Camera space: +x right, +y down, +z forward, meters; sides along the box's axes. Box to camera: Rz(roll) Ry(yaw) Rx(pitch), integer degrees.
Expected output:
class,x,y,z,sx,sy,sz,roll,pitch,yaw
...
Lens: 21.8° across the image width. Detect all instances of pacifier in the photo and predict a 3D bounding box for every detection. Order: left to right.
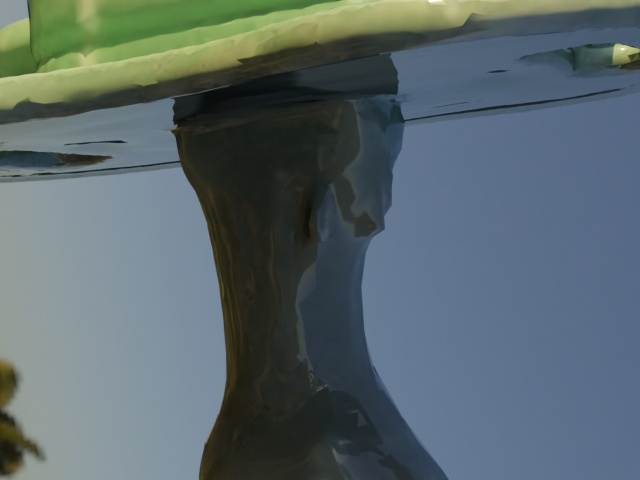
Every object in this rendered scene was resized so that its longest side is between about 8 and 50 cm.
class,x,y,z,sx,sy,sz,roll,pitch,yaw
pacifier,0.000,0.000,0.597,0.288,0.343,0.269,-6,91,-64
